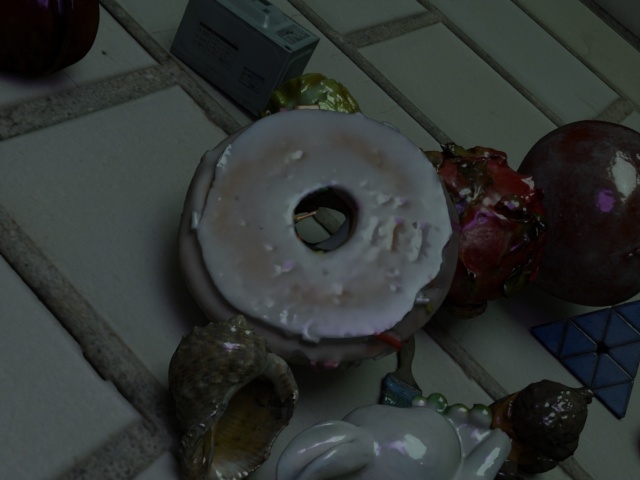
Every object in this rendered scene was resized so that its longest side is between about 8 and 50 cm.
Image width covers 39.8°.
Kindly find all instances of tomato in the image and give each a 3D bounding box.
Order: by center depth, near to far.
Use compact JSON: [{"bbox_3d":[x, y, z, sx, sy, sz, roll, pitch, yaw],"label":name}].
[{"bbox_3d":[0.463,-0.043,1.504,0.282,0.317,0.316,10,26,28],"label":"tomato"}]

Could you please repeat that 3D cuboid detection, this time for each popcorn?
[{"bbox_3d":[-0.022,-0.162,1.430,0.198,0.198,0.212,42,70,7],"label":"popcorn"}]

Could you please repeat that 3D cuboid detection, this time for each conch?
[{"bbox_3d":[-0.102,0.184,1.013,0.155,0.130,0.207,12,63,-5],"label":"conch"}]

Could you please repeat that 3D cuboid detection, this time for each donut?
[{"bbox_3d":[0.000,0.000,1.182,0.382,0.142,0.383,1,64,-2],"label":"donut"}]

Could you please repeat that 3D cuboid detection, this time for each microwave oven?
[{"bbox_3d":[-0.130,-0.344,1.543,0.208,0.162,0.122,37,35,8],"label":"microwave oven"}]

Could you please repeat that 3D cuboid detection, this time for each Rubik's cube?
[{"bbox_3d":[0.479,0.146,1.494,0.190,0.178,0.211,22,37,-14],"label":"Rubik's cube"}]

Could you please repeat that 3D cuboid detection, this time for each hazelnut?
[{"bbox_3d":[-0.430,-0.327,1.289,0.203,0.178,0.178,-8,55,-38],"label":"hazelnut"}]

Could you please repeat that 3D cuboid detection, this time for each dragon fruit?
[{"bbox_3d":[0.192,-0.006,1.365,0.290,0.250,0.269,-8,44,-15],"label":"dragon fruit"}]

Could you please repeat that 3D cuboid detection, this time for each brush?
[{"bbox_3d":[0.123,0.191,1.280,0.070,0.021,0.196,30,36,-13],"label":"brush"}]

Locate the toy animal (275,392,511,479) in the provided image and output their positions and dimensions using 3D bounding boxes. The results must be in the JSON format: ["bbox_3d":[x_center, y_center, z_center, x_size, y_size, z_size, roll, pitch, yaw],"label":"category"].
[{"bbox_3d":[0.107,0.303,1.006,0.310,0.183,0.247,41,36,7],"label":"toy animal"}]

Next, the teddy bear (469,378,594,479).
[{"bbox_3d":[0.283,0.257,1.198,0.177,0.190,0.140,-20,70,-43],"label":"teddy bear"}]
